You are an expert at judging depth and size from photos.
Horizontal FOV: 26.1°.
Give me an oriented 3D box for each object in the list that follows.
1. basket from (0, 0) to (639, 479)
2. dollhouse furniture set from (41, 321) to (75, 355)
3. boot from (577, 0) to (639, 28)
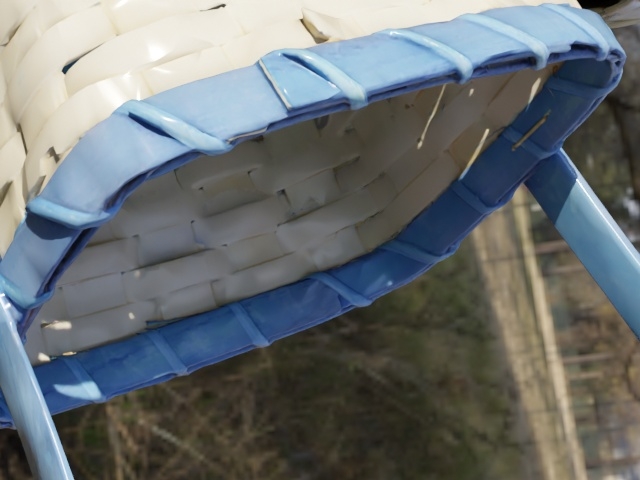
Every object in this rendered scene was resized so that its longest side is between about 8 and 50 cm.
[{"bbox_3d":[0.000,0.000,0.478,0.289,0.255,0.201,60,-38,23],"label":"basket"},{"bbox_3d":[-0.251,0.019,1.337,0.182,0.161,0.101,55,17,-1],"label":"dollhouse furniture set"},{"bbox_3d":[0.231,-0.185,0.871,0.165,0.213,0.077,-15,89,-60],"label":"boot"}]
